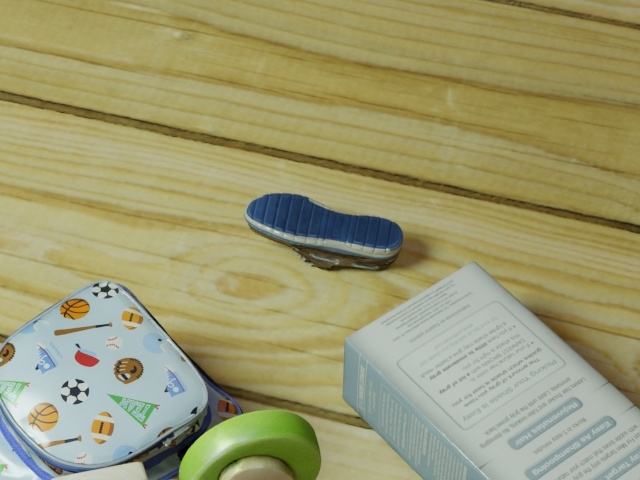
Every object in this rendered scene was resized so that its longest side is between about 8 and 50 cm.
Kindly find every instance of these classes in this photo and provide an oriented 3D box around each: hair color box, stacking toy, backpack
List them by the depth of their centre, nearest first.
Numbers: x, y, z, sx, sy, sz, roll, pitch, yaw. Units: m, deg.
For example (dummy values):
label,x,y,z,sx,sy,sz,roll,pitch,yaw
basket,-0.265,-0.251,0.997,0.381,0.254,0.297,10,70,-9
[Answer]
label,x,y,z,sx,sy,sz,roll,pitch,yaw
stacking toy,-0.099,0.307,1.651,0.309,0.279,0.130,-16,49,-11
backpack,-0.235,0.192,1.807,0.263,0.213,0.276,-37,61,-17
hair color box,0.210,0.205,1.861,0.185,0.114,0.374,-30,55,-25

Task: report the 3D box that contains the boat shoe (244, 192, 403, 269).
label,x,y,z,sx,sy,sz,roll,pitch,yaw
boat shoe,0.000,0.000,2.069,0.183,0.066,0.066,15,51,4
